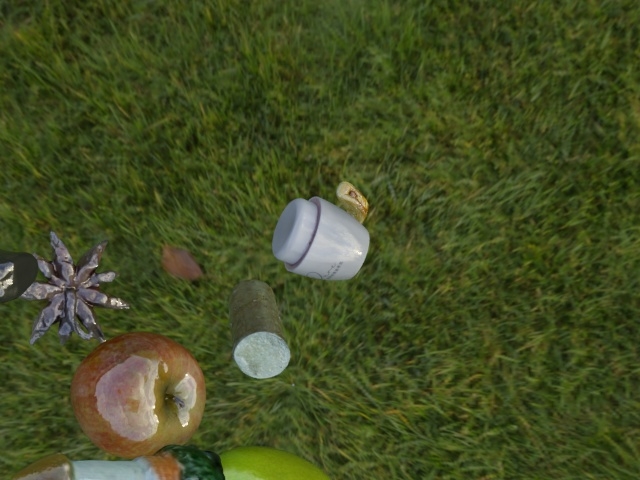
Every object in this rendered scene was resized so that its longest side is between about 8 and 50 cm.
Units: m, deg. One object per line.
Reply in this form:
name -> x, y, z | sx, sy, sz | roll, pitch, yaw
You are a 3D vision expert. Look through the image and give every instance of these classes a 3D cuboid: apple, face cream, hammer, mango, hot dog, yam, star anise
apple -> -0.269, 0.227, 1.427 | 0.174, 0.188, 0.188 | -11, 79, 38
face cream -> 0.000, 0.000, 1.112 | 0.095, 0.091, 0.091 | 21, 81, -20
hammer -> -0.210, -0.005, 0.470 | 0.201, 0.078, 0.021 | 17, 114, 36
mango -> -0.053, 0.407, 1.464 | 0.273, 0.185, 0.149 | 44, 118, -4
hot dog -> 0.058, -0.060, 1.572 | 0.034, 0.090, 0.030 | 5, 56, 32
yam -> -0.111, 0.145, 1.675 | 0.093, 0.259, 0.093 | -3, 110, -7
star anise -> -0.395, 0.075, 1.522 | 0.195, 0.065, 0.182 | -1, 85, -17

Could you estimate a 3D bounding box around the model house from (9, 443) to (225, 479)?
model house -> -0.246, 0.304, 0.870 | 0.253, 0.291, 0.184 | -51, 45, 29
